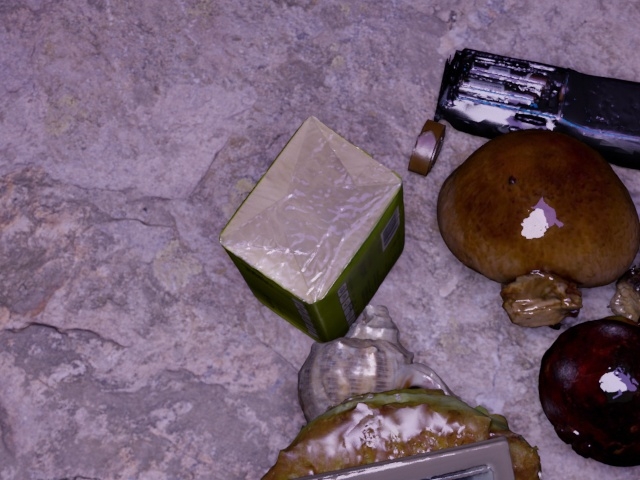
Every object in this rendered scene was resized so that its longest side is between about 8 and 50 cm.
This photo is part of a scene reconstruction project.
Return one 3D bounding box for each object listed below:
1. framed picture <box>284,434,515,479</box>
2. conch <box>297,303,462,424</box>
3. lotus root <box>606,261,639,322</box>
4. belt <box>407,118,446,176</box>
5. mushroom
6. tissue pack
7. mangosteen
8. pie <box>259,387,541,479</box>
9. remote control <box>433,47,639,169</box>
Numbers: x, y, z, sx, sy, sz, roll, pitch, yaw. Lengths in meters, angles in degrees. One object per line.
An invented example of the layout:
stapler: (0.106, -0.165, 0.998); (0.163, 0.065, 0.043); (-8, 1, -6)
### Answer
framed picture: (0.096, 0.469, 1.120); (0.325, 0.028, 0.447); (-12, 92, -2)
conch: (0.068, 0.228, 1.303); (0.210, 0.159, 0.292); (9, 101, -10)
lotus root: (0.536, 0.020, 1.322); (0.314, 0.169, 0.141); (-32, 33, -8)
belt: (0.157, -0.136, 1.447); (0.036, 0.059, 0.083); (21, 75, 10)
mushroom: (0.295, -0.024, 1.337); (0.263, 0.195, 0.283); (-5, 74, -4)
tissue pack: (0.000, 0.000, 1.305); (0.167, 0.275, 0.200); (35, 79, 13)
mangosteen: (0.382, 0.187, 1.271); (0.209, 0.210, 0.210); (-1, 74, 3)
pie: (0.090, 0.320, 1.194); (0.354, 0.103, 0.289); (-7, 105, 0)
remote control: (0.372, -0.194, 1.449); (0.398, 0.062, 0.145); (12, 74, 7)
